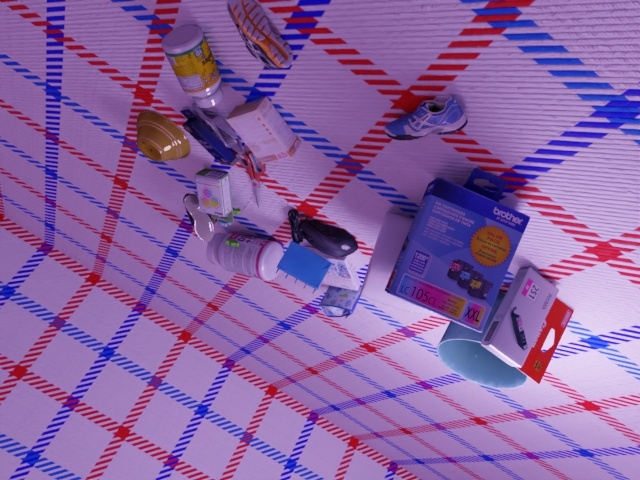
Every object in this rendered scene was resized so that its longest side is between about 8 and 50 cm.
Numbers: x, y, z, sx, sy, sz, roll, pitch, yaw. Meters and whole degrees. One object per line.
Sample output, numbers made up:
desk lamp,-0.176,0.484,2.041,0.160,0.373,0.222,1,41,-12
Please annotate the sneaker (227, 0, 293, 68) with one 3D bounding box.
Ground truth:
sneaker,-0.164,-0.513,1.443,0.083,0.084,0.215,-2,138,48

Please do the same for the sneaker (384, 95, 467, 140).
sneaker,0.253,-0.304,1.421,0.211,0.080,0.081,-7,128,31

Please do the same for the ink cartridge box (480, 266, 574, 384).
ink cartridge box,0.640,0.258,1.718,0.239,0.275,0.060,35,165,-10

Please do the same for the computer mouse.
computer mouse,0.000,0.000,2.060,0.272,0.072,0.188,19,146,17

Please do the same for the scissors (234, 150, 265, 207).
scissors,-0.217,-0.203,1.989,0.109,0.021,0.297,12,143,23

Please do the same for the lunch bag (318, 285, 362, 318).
lunch bag,0.091,0.235,2.272,0.151,0.128,0.096,-8,133,42

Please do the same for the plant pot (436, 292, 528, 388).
plant pot,0.561,0.311,1.900,0.293,0.235,0.293,20,148,13

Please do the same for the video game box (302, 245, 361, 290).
video game box,0.036,0.107,2.210,0.205,0.048,0.187,9,145,30

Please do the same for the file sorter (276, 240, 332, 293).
file sorter,-0.066,0.105,2.132,0.170,0.118,0.104,29,158,1

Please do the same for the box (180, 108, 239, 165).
box,-0.372,-0.333,1.870,0.225,0.036,0.136,47,168,-25

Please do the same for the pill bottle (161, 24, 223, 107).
pill bottle,-0.348,-0.479,1.602,0.118,0.117,0.208,12,145,26

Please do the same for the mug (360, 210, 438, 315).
mug,0.311,0.116,1.784,0.328,0.276,0.374,18,146,4

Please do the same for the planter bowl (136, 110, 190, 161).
planter bowl,-0.574,-0.342,2.011,0.217,0.090,0.217,20,147,14

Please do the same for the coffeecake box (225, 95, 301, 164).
coffeecake box,-0.170,-0.327,1.726,0.142,0.068,0.185,-5,135,43

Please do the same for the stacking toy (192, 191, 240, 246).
stacking toy,-0.401,-0.084,2.221,0.221,0.052,0.166,21,127,18

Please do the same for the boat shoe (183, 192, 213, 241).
boat shoe,-0.467,-0.090,2.195,0.065,0.075,0.206,45,158,60

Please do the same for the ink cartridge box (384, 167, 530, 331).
ink cartridge box,0.370,0.009,1.537,0.270,0.395,0.151,23,177,0

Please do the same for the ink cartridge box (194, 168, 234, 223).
ink cartridge box,-0.385,-0.150,2.096,0.109,0.062,0.209,13,124,22

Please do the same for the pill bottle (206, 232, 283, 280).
pill bottle,-0.307,0.057,2.305,0.283,0.160,0.160,11,145,26

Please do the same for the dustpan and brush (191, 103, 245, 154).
dustpan and brush,-0.327,-0.360,1.802,0.211,0.060,0.147,55,173,9
